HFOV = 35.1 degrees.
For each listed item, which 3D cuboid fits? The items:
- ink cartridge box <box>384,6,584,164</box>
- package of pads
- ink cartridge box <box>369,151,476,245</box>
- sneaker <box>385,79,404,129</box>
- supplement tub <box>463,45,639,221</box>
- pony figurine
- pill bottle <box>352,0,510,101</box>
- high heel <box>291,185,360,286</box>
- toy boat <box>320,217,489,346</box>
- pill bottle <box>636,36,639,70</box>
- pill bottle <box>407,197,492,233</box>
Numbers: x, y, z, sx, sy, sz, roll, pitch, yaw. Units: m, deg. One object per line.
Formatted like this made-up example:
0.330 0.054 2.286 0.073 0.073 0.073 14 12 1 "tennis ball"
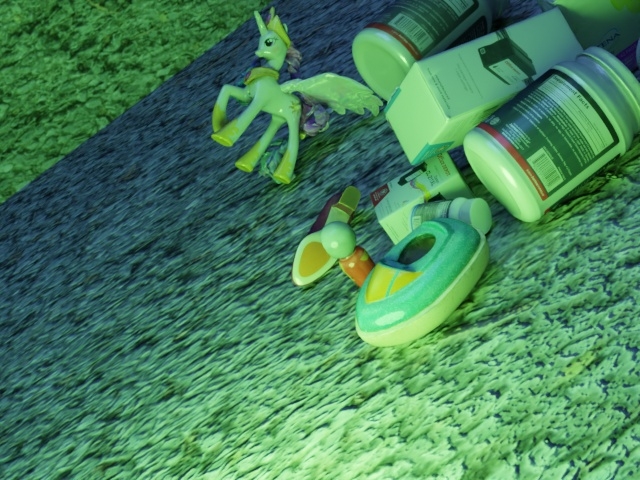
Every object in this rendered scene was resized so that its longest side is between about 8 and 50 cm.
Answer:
0.300 -0.280 1.855 0.308 0.129 0.223 -23 -11 -17 "ink cartridge box"
0.573 -0.453 1.889 0.297 0.229 0.101 -37 27 1 "package of pads"
0.193 -0.083 1.924 0.175 0.072 0.127 -32 27 10 "ink cartridge box"
0.234 -0.297 2.044 0.236 0.095 0.104 -35 26 17 "sneaker"
0.397 -0.178 1.704 0.272 0.191 0.191 -37 27 -1 "supplement tub"
-0.079 -0.324 2.393 0.303 0.351 0.363 0 63 54 "pony figurine"
0.262 -0.492 2.329 0.363 0.210 0.210 -43 28 -21 "pill bottle"
0.000 0.000 2.044 0.244 0.082 0.117 -65 8 -22 "high heel"
0.117 0.047 1.723 0.267 0.148 0.318 -47 29 -17 "toy boat"
0.645 -0.310 1.693 0.119 0.119 0.208 -43 33 -12 "pill bottle"
0.230 -0.035 1.799 0.137 0.078 0.078 -7 39 43 "pill bottle"
